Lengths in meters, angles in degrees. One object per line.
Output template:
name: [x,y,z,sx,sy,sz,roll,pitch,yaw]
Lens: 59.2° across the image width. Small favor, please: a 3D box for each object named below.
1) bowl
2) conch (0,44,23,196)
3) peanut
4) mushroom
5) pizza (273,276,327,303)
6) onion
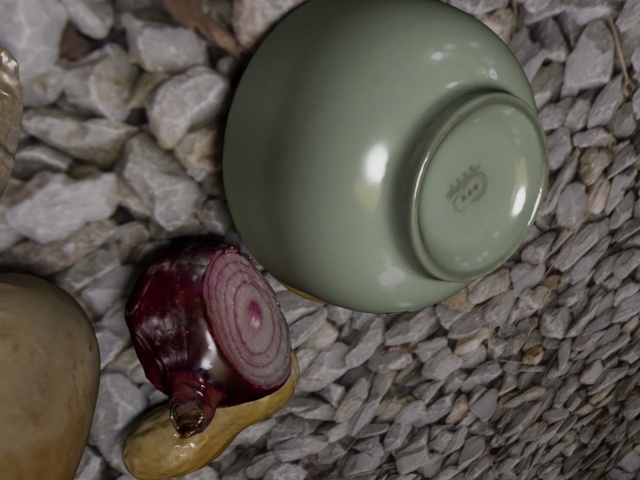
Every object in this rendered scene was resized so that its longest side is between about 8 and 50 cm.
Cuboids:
bowl: [0.098,-0.071,0.569,0.353,0.185,0.354,-13,115,-29]
conch: [-0.360,-0.057,0.319,0.352,0.210,0.297,-21,107,-18]
peanut: [-0.143,0.220,0.734,0.263,0.101,0.117,-40,107,3]
mushroom: [-0.351,0.153,0.473,0.289,0.292,0.293,24,108,-21]
pizza: [-0.002,0.006,0.694,0.134,0.056,0.271,-37,131,-2]
onion: [-0.128,0.117,0.593,0.139,0.218,0.195,-12,126,16]
